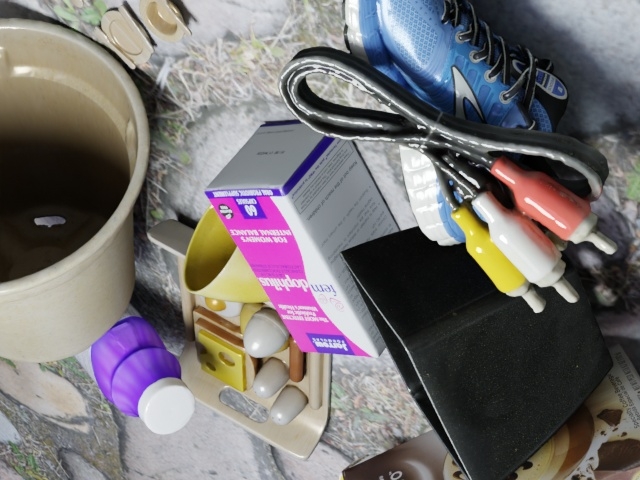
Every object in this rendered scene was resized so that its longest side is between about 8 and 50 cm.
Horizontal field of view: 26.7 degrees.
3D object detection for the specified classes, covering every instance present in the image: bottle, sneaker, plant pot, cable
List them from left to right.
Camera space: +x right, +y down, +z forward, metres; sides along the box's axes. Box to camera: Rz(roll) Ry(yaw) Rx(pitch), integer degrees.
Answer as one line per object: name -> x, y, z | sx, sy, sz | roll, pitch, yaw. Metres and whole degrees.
plant pot -> -0.338, -0.023, 1.509 | 0.333, 0.334, 0.305 | 30, 156, 16
bottle -> -0.245, 0.144, 1.685 | 0.283, 0.092, 0.118 | 37, 144, 51
plant pot -> -0.071, 0.013, 1.439 | 0.095, 0.134, 0.134 | 27, 153, -25
cable -> 0.100, -0.062, 1.027 | 0.287, 0.072, 0.139 | 34, 134, -8
sneaker -> 0.123, -0.140, 1.086 | 0.147, 0.130, 0.330 | -3, 132, 28
plant pot -> 0.148, 0.078, 1.212 | 0.188, 0.167, 0.187 | 62, 176, -29

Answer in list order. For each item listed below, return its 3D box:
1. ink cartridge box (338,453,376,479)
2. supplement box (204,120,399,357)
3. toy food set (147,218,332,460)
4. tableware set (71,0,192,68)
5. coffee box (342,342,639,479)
ink cartridge box -> 0.127, 0.450, 1.575 | 0.307, 0.072, 0.304 | 41, 140, 35
supplement box -> 0.000, 0.000, 1.352 | 0.111, 0.114, 0.220 | -1, 131, 43
toy food set -> -0.102, 0.127, 1.612 | 0.219, 0.092, 0.306 | 26, 144, 20
tableware set -> -0.198, -0.243, 1.347 | 0.168, 0.020, 0.141 | -14, 118, 51
coffee box -> 0.184, 0.240, 1.244 | 0.297, 0.168, 0.119 | -26, 118, 6
